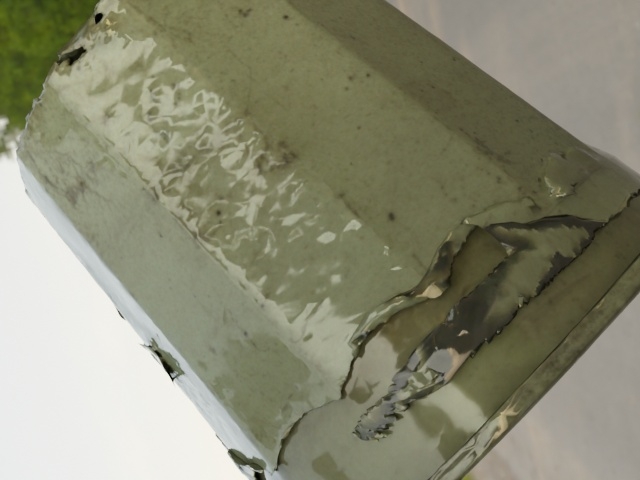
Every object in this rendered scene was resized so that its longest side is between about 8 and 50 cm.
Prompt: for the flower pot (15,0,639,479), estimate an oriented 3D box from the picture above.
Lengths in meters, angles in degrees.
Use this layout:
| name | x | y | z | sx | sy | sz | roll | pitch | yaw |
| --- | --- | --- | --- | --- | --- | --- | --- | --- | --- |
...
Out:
| name | x | y | z | sx | sy | sz | roll | pitch | yaw |
| --- | --- | --- | --- | --- | --- | --- | --- | --- | --- |
| flower pot | 0.000 | 0.000 | 0.478 | 0.203 | 0.212 | 0.212 | 40 | 173 | 9 |
